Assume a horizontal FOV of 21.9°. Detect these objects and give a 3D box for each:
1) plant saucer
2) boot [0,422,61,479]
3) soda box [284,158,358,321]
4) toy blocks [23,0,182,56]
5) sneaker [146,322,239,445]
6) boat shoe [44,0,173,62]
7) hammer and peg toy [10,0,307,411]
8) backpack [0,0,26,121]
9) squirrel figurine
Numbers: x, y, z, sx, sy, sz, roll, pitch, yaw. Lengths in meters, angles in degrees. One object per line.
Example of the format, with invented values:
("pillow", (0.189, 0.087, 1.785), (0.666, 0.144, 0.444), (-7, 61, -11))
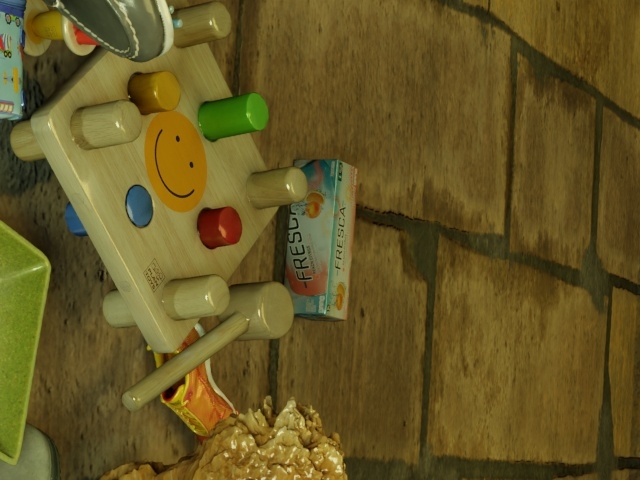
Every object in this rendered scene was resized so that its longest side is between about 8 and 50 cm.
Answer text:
("plant saucer", (-0.294, 0.059, 1.288), (0.188, 0.045, 0.188), (46, 41, -50))
("boot", (-0.299, 0.212, 1.287), (0.161, 0.083, 0.246), (58, 40, -40))
("soda box", (0.000, 0.000, 1.905), (0.063, 0.058, 0.183), (20, 73, -63))
("toy blocks", (-0.184, -0.219, 1.417), (0.054, 0.148, 0.123), (24, 70, -62))
("sneaker", (-0.131, 0.158, 1.656), (0.067, 0.064, 0.175), (-45, 123, -40))
("boat shoe", (-0.239, -0.263, 1.246), (0.095, 0.112, 0.335), (-35, 93, -28))
("hammer and peg toy", (-0.120, -0.021, 1.521), (0.266, 0.127, 0.361), (-55, 129, -48))
("backpack", (-0.295, -0.175, 1.230), (0.158, 0.117, 0.173), (16, 74, -64))
("squirrel figurine", (-0.024, 0.336, 1.514), (0.281, 0.370, 0.397), (-66, 146, -38))
